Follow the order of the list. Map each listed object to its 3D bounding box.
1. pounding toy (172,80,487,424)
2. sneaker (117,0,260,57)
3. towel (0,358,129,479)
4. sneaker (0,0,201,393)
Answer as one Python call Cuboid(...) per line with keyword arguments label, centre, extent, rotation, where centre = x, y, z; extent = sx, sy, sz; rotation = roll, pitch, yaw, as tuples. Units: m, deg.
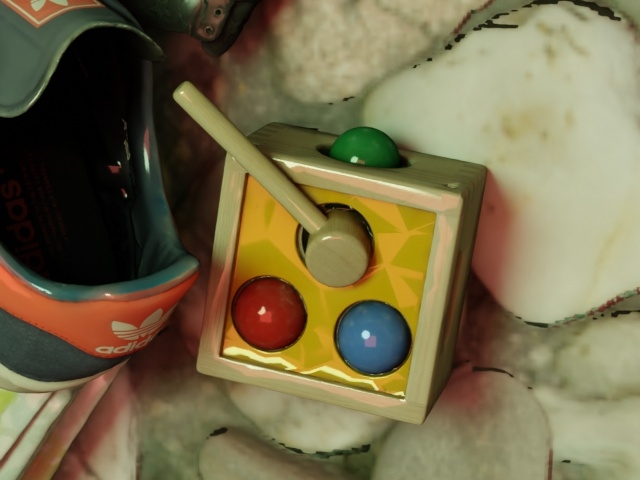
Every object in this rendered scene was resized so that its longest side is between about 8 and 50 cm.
Cuboid(label="pounding toy", centre=(0.000, 0.000, 0.803), extent=(0.130, 0.100, 0.141), rotation=(12, 106, 12))
Cuboid(label="sneaker", centre=(-0.037, -0.126, 0.811), extent=(0.170, 0.051, 0.089), rotation=(12, 107, 17))
Cuboid(label="towel", centre=(-0.323, 0.072, 0.919), extent=(0.374, 0.090, 0.320), rotation=(36, 107, 4))
Cuboid(label="sneaker", centre=(-0.150, -0.107, 0.767), extent=(0.148, 0.131, 0.350), rotation=(-23, 95, 55))
